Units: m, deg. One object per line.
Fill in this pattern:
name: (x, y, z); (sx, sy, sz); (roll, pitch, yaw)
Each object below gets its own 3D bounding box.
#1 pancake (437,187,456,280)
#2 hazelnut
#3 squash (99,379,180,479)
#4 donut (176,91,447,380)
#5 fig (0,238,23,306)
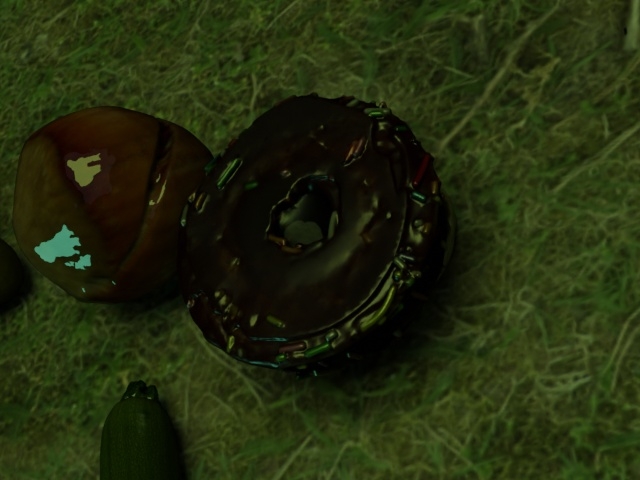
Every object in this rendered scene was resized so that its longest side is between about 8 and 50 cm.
pancake: (0.042, 0.002, 1.170); (0.152, 0.025, 0.151); (-14, 60, 25)
hazelnut: (-0.173, -0.029, 1.227); (0.182, 0.182, 0.182); (-13, 59, 22)
squash: (-0.139, 0.220, 1.121); (0.069, 0.069, 0.258); (-21, 57, 17)
donut: (0.000, 0.000, 1.122); (0.235, 0.089, 0.235); (-14, 60, 24)
fig: (-0.316, 0.025, 1.326); (0.074, 0.074, 0.088); (-36, 39, 7)
